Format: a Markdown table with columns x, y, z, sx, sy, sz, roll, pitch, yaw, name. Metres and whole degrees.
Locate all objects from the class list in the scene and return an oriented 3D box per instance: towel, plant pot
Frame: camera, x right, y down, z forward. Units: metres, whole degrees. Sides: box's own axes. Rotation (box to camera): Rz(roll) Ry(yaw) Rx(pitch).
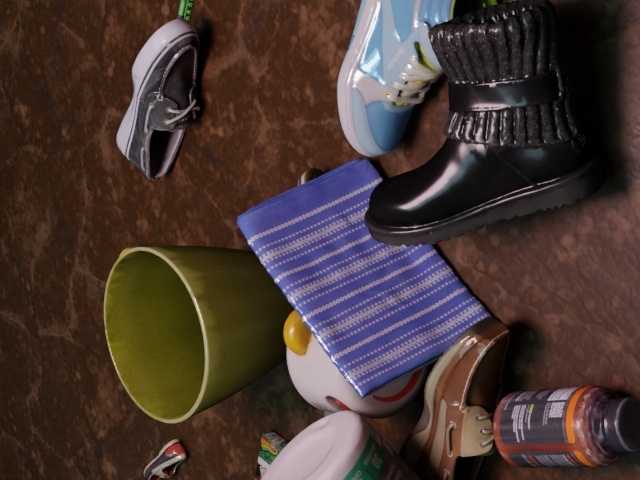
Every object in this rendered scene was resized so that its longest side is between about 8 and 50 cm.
| x | y | z | sx | sy | sz | roll | pitch | yaw | name |
| --- | --- | --- | --- | --- | --- | --- | --- | --- | --- |
| 0.062 | 0.041 | 1.784 | 0.336 | 0.243 | 0.040 | 53 | 152 | 24 | towel |
| -0.147 | 0.123 | 1.992 | 0.275 | 0.293 | 0.275 | 14 | 109 | 46 | plant pot |

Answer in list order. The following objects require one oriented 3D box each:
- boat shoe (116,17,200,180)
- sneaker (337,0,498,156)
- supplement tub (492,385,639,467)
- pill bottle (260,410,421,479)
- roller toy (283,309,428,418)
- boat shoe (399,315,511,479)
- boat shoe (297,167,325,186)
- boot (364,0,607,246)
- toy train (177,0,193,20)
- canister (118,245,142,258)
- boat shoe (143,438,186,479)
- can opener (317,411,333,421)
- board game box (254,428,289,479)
| x | y | z | sx | sy | sz | roll | pitch | yaw | name |
| --- | --- | --- | --- | --- | --- | --- | --- | --- | --- |
| -0.263 | -0.241 | 2.189 | 0.119 | 0.121 | 0.335 | 49 | 142 | 19 | boat shoe |
| 0.140 | -0.239 | 1.713 | 0.208 | 0.127 | 0.319 | 32 | 123 | 41 | sneaker |
| 0.329 | 0.245 | 1.632 | 0.198 | 0.106 | 0.106 | -12 | 90 | 49 | supplement tub |
| 0.092 | 0.432 | 1.773 | 0.361 | 0.204 | 0.204 | 48 | 140 | -15 | pill bottle |
| 0.051 | 0.166 | 1.855 | 0.146 | 0.209 | 0.191 | 0 | 109 | 49 | roller toy |
| 0.213 | 0.249 | 1.766 | 0.120 | 0.122 | 0.324 | 40 | 135 | 27 | boat shoe |
| 0.001 | 0.000 | 1.960 | 0.073 | 0.080 | 0.223 | -19 | 89 | 44 | boat shoe |
| 0.175 | -0.152 | 1.600 | 0.348 | 0.131 | 0.260 | -16 | 112 | 26 | boot |
| -0.232 | -0.418 | 2.162 | 0.017 | 0.023 | 0.083 | 39 | 126 | 36 | toy train |
| -0.304 | 0.079 | 2.326 | 0.170 | 0.073 | 0.126 | 11 | 107 | 48 | canister |
| -0.302 | 0.440 | 2.432 | 0.043 | 0.049 | 0.137 | 55 | 129 | 21 | boat shoe |
| 0.076 | 0.379 | 1.966 | 0.280 | 0.093 | 0.074 | 56 | 136 | 30 | can opener |
| -0.019 | 0.443 | 2.129 | 0.259 | 0.030 | 0.136 | 30 | 118 | 40 | board game box |
